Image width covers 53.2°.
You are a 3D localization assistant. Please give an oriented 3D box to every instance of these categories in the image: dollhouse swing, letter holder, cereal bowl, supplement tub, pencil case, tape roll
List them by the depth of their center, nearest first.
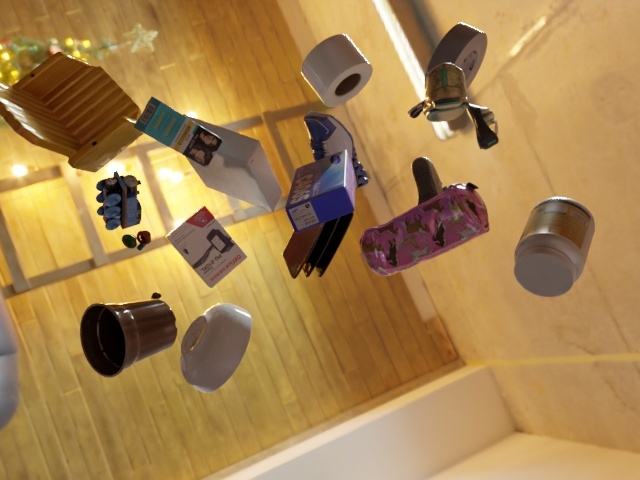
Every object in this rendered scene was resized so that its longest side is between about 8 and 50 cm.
[{"bbox_3d":[0.508,0.014,1.395,0.144,0.200,0.144,19,-45,20],"label":"supplement tub"},{"bbox_3d":[0.388,-0.504,1.828,0.072,0.219,0.219,33,-28,22],"label":"tape roll"},{"bbox_3d":[0.293,-0.026,1.849,0.386,0.160,0.167,-30,-112,36],"label":"pencil case"},{"bbox_3d":[-0.762,-0.423,1.889,0.347,0.315,0.305,46,-9,15],"label":"dollhouse swing"},{"bbox_3d":[-0.403,0.369,2.317,0.141,0.339,0.339,34,3,-27],"label":"cereal bowl"},{"bbox_3d":[0.000,0.000,2.431,0.302,0.152,0.214,-63,-155,19],"label":"letter holder"},{"bbox_3d":[0.067,-0.688,2.595,0.169,0.246,0.246,55,-17,15],"label":"tape roll"}]

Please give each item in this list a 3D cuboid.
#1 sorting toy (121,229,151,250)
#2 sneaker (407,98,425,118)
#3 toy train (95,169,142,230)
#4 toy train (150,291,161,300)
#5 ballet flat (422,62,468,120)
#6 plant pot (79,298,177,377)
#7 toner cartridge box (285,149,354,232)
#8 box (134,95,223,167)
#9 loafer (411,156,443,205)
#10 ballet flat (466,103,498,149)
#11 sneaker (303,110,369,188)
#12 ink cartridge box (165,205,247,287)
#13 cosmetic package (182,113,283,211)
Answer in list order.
[{"bbox_3d":[-0.557,-0.005,1.967,0.042,0.102,0.061,-62,139,-54],"label":"sorting toy"},{"bbox_3d":[0.346,-0.462,2.204,0.040,0.109,0.044,60,-6,-24],"label":"sneaker"},{"bbox_3d":[-0.509,-0.100,1.624,0.080,0.105,0.184,53,-34,24],"label":"toy train"},{"bbox_3d":[-0.578,0.252,2.175,0.027,0.036,0.158,23,79,-59],"label":"toy train"},{"bbox_3d":[0.318,-0.378,1.629,0.348,0.123,0.123,-19,88,-80],"label":"ballet flat"},{"bbox_3d":[-0.430,0.211,1.463,0.167,0.165,0.167,5,-81,35],"label":"plant pot"},{"bbox_3d":[0.006,-0.143,1.742,0.348,0.165,0.075,-84,154,-67],"label":"toner cartridge box"},{"bbox_3d":[-0.396,-0.301,1.806,0.060,0.100,0.244,33,3,40],"label":"box"},{"bbox_3d":[0.410,-0.179,2.349,0.102,0.092,0.269,-5,-80,38],"label":"loafer"},{"bbox_3d":[0.471,-0.334,1.836,0.203,0.074,0.074,-91,175,-46],"label":"ballet flat"},{"bbox_3d":[0.025,-0.232,1.997,0.127,0.182,0.315,19,-30,46],"label":"sneaker"},{"bbox_3d":[-0.395,0.023,2.225,0.237,0.172,0.100,51,-13,-12],"label":"ink cartridge box"},{"bbox_3d":[-0.302,-0.251,2.150,0.284,0.097,0.377,23,-16,16],"label":"cosmetic package"}]
